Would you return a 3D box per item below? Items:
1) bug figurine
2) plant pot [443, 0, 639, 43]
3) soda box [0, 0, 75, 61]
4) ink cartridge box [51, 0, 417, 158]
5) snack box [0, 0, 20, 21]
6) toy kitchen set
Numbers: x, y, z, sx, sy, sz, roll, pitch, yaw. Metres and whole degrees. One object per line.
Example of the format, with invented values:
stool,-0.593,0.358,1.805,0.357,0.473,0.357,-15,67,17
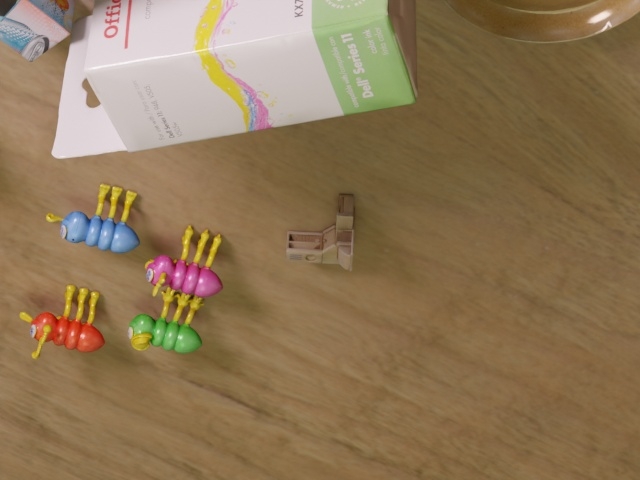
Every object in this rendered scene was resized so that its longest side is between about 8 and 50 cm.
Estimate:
bug figurine,-0.227,0.059,2.132,0.216,0.072,0.279,12,138,-11
plant pot,0.218,-0.282,1.744,0.236,0.032,0.236,2,139,2
soda box,-0.324,-0.254,1.780,0.063,0.058,0.183,-30,130,31
ink cartridge box,-0.095,-0.207,1.709,0.353,0.207,0.119,-10,140,13
snack box,-0.198,-0.350,1.563,0.060,0.187,0.322,28,134,-28
toy kitchen set,0.000,0.000,2.055,0.075,0.068,0.083,3,139,-1
